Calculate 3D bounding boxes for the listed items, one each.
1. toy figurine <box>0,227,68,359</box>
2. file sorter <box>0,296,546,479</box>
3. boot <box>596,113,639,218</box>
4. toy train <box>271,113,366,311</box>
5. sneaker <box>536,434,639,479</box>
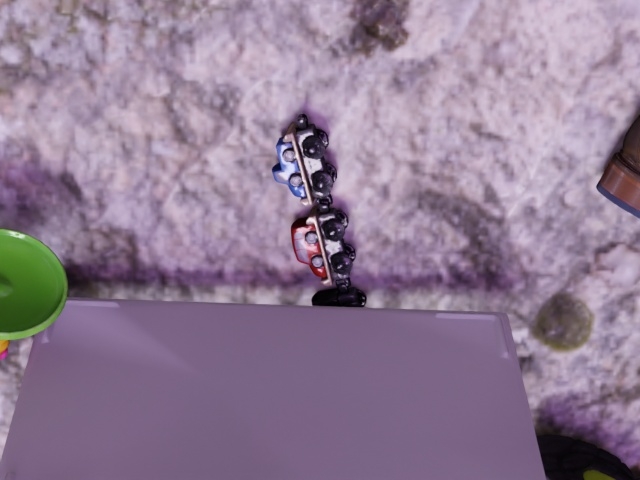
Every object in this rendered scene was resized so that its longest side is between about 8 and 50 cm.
[{"bbox_3d":[-0.243,0.060,0.729,0.173,0.130,0.159,7,142,-17],"label":"toy figurine"},{"bbox_3d":[-0.028,0.159,0.726,0.277,0.193,0.173,2,124,-3],"label":"file sorter"},{"bbox_3d":[0.285,-0.033,0.749,0.219,0.082,0.106,21,109,-8],"label":"boot"},{"bbox_3d":[0.000,0.000,0.772,0.036,0.027,0.158,-9,110,12],"label":"toy train"},{"bbox_3d":[0.225,0.245,0.838,0.300,0.111,0.121,34,117,-10],"label":"sneaker"}]
